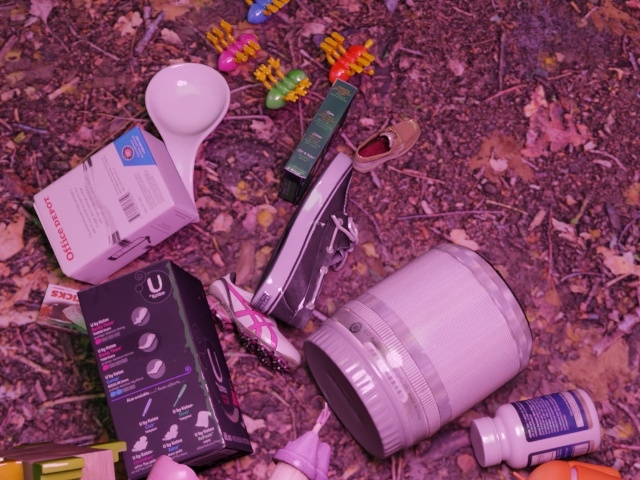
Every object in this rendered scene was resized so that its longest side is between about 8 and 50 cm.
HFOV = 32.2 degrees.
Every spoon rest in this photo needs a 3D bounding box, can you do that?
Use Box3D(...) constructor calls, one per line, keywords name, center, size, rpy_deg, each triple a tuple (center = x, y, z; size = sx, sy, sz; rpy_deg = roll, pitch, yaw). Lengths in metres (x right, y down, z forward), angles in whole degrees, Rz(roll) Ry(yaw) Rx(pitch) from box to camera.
Box3D(name="spoon rest", center=(-0.213, -0.168, 1.763), size=(0.137, 0.084, 0.276), rpy_deg=(1, 66, -3))

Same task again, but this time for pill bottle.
Box3D(name="pill bottle", center=(0.305, 0.273, 1.586), size=(0.169, 0.094, 0.094), rpy_deg=(-11, 67, -8))

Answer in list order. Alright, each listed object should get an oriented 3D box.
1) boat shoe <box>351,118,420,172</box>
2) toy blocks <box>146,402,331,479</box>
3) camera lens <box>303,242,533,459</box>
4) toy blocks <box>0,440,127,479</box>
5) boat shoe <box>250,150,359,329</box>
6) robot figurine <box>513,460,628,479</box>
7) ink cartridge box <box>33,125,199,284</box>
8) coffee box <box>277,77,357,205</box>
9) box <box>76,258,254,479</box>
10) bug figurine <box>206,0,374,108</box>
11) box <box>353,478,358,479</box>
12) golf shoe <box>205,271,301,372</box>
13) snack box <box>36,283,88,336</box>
Box3D(name="boat shoe", center=(0.109, -0.158, 1.797), size=(0.135, 0.045, 0.050), rpy_deg=(-37, 73, -18))
Box3D(name="toy blocks", center=(-0.041, 0.357, 1.296), size=(0.309, 0.288, 0.260), rpy_deg=(27, 63, 15))
Box3D(name="camera lens", center=(0.142, 0.150, 1.563), size=(0.274, 0.219, 0.219), rpy_deg=(-32, 71, -16))
Box3D(name="toy blocks", center=(-0.336, 0.394, 1.387), size=(0.190, 0.381, 0.261), rpy_deg=(-4, 85, -28))
Box3D(name="boat shoe", center=(0.002, -0.002, 1.680), size=(0.105, 0.113, 0.306), rpy_deg=(31, 51, -7))
Box3D(name="robot figurine", center=(0.369, 0.378, 1.527), size=(0.219, 0.128, 0.158), rpy_deg=(17, 72, 3))
Box3D(name="ink cartridge box", center=(-0.308, -0.050, 1.663), size=(0.203, 0.086, 0.148), rpy_deg=(-32, 69, 12))
Box3D(name="coffee box", center=(-0.006, -0.155, 1.752), size=(0.040, 0.113, 0.184), rpy_deg=(28, 68, 3))
Box3D(name="box", center=(-0.211, 0.184, 1.531), size=(0.143, 0.165, 0.270), rpy_deg=(-21, 75, 5))
Box3D(name="bug figurine", center=(-0.055, -0.318, 1.841), size=(0.279, 0.072, 0.216), rpy_deg=(39, 63, 21))
Box3D(name="box", center=(0.012, 0.462, 1.468), size=(0.128, 0.122, 0.257), rpy_deg=(37, 69, 14))
Box3D(name="golf shoe", center=(-0.093, 0.119, 1.648), size=(0.186, 0.067, 0.086), rpy_deg=(39, 68, 14))
Box3D(name="snack box", center=(-0.329, 0.115, 1.661), size=(0.178, 0.022, 0.064), rpy_deg=(12, 65, 2))
